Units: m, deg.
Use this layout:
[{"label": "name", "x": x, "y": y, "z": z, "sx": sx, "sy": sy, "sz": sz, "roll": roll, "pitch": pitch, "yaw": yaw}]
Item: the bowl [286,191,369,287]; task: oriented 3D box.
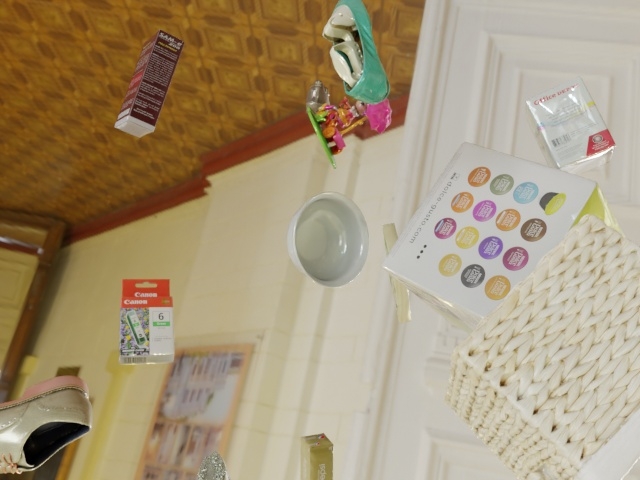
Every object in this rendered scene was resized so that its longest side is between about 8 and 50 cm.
[{"label": "bowl", "x": 0.000, "y": 0.000, "z": 2.158, "sx": 0.298, "sy": 0.298, "sz": 0.134, "roll": 28, "pitch": 161, "yaw": -34}]

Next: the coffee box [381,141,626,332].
[{"label": "coffee box", "x": 0.412, "y": 0.046, "z": 1.489, "sx": 0.334, "sy": 0.338, "sz": 0.338, "roll": 28, "pitch": 172, "yaw": 44}]

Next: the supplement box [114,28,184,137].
[{"label": "supplement box", "x": -0.421, "y": -0.382, "z": 1.699, "sx": 0.073, "sy": 0.239, "sz": 0.130, "roll": 21, "pitch": 171, "yaw": -28}]

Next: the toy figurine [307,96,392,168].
[{"label": "toy figurine", "x": 0.067, "y": -0.252, "z": 1.428, "sx": 0.159, "sy": 0.173, "sz": 0.130, "roll": -25, "pitch": 130, "yaw": 5}]

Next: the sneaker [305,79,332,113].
[{"label": "sneaker", "x": 0.001, "y": -0.336, "z": 1.646, "sx": 0.066, "sy": 0.071, "sz": 0.188, "roll": 9, "pitch": -174, "yaw": -1}]

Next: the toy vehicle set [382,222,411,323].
[{"label": "toy vehicle set", "x": 0.220, "y": 0.097, "z": 1.992, "sx": 0.035, "sy": 0.166, "sz": 0.267, "roll": -11, "pitch": 140, "yaw": 3}]

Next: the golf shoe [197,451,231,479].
[{"label": "golf shoe", "x": -0.209, "y": 0.540, "z": 1.474, "sx": 0.069, "sy": 0.176, "sz": 0.086, "roll": -28, "pitch": 137, "yaw": 6}]

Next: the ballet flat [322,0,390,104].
[{"label": "ballet flat", "x": 0.052, "y": -0.353, "z": 1.236, "sx": 0.087, "sy": 0.247, "sz": 0.083, "roll": 4, "pitch": 149, "yaw": -37}]

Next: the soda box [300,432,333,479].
[{"label": "soda box", "x": -0.009, "y": 0.525, "z": 1.529, "sx": 0.058, "sy": 0.181, "sz": 0.061, "roll": -4, "pitch": -168, "yaw": -21}]

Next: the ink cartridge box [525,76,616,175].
[{"label": "ink cartridge box", "x": 0.546, "y": -0.242, "z": 1.527, "sx": 0.128, "sy": 0.176, "sz": 0.127, "roll": -22, "pitch": 164, "yaw": 12}]

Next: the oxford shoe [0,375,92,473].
[{"label": "oxford shoe", "x": -0.674, "y": 0.431, "z": 1.457, "sx": 0.146, "sy": 0.397, "sz": 0.140, "roll": 48, "pitch": 163, "yaw": 48}]

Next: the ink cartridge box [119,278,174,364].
[{"label": "ink cartridge box", "x": -0.210, "y": 0.091, "z": 0.836, "sx": 0.062, "sy": 0.115, "sz": 0.029, "roll": 1, "pitch": 148, "yaw": -16}]

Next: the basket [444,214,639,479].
[{"label": "basket", "x": 0.384, "y": 0.199, "z": 1.047, "sx": 0.266, "sy": 0.331, "sz": 0.328, "roll": 41, "pitch": 165, "yaw": 23}]
